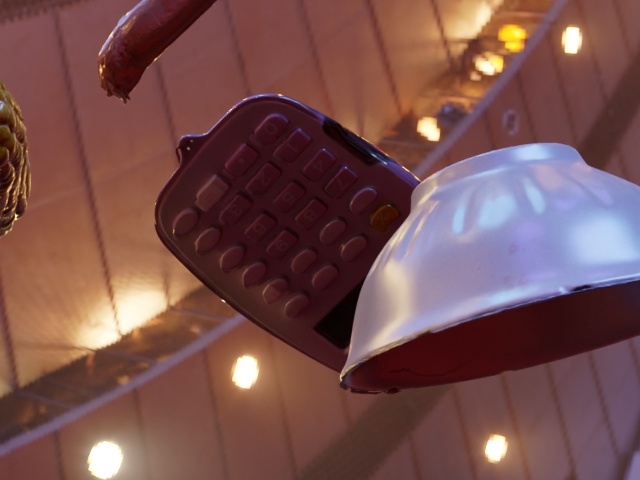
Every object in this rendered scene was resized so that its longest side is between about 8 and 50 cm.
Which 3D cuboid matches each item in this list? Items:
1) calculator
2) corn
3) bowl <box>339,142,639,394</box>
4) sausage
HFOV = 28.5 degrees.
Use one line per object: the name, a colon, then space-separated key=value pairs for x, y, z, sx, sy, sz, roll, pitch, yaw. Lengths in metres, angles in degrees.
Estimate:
calculator: x=0.000 y=-0.001 z=1.065 sx=0.294 sy=0.194 sz=0.043 roll=37 pitch=-155 yaw=-17
corn: x=-0.323 y=-0.070 z=1.096 sx=0.144 sy=0.387 sz=0.144 roll=2 pitch=-100 yaw=-11
bowl: x=0.091 y=0.008 z=0.592 sx=0.189 sy=0.189 sz=0.086 roll=9 pitch=-118 yaw=-54
sausage: x=-0.089 y=-0.155 z=0.819 sx=0.158 sy=0.042 sz=0.036 roll=-46 pitch=-10 yaw=0
